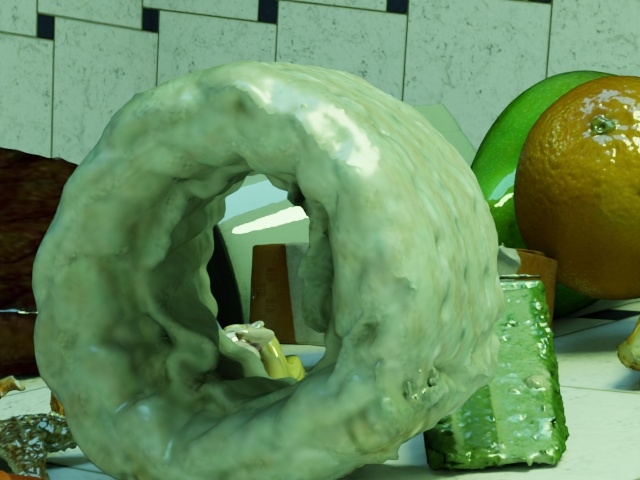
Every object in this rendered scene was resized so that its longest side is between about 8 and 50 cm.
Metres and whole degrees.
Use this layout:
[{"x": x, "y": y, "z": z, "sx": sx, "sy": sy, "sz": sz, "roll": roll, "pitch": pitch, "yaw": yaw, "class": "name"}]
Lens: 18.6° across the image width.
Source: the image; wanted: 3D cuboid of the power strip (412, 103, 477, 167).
[{"x": 0.112, "y": -0.016, "z": 2.065, "sx": 0.140, "sy": 0.224, "sz": 0.139, "roll": -43, "pitch": -18, "yaw": 34, "class": "power strip"}]

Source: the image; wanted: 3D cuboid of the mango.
[{"x": 0.238, "y": -0.046, "z": 1.919, "sx": 0.201, "sy": 0.225, "sz": 0.382, "roll": 27, "pitch": 26, "yaw": 19, "class": "mango"}]

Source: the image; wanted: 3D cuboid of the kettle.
[{"x": 0.000, "y": 0.000, "z": 1.909, "sx": 0.236, "sy": 0.161, "sz": 0.221, "roll": -19, "pitch": -21, "yaw": -15, "class": "kettle"}]

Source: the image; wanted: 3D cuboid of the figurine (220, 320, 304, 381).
[{"x": -0.053, "y": 0.104, "z": 1.534, "sx": 0.083, "sy": 0.083, "sz": 0.187, "roll": -4, "pitch": 0, "yaw": -2, "class": "figurine"}]

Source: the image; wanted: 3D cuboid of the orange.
[{"x": 0.260, "y": -0.046, "z": 1.683, "sx": 0.206, "sy": 0.206, "sz": 0.206, "roll": -4, "pitch": 6, "yaw": 0, "class": "orange"}]

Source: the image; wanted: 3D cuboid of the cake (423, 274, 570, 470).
[{"x": 0.122, "y": 0.124, "z": 1.395, "sx": 0.100, "sy": 0.099, "sz": 0.235, "roll": -3, "pitch": 28, "yaw": 3, "class": "cake"}]

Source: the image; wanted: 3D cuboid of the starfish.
[{"x": -0.216, "y": 0.148, "z": 1.405, "sx": 0.150, "sy": 0.053, "sz": 0.210, "roll": -19, "pitch": 14, "yaw": -13, "class": "starfish"}]

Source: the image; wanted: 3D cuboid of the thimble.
[{"x": -0.026, "y": 0.030, "z": 1.264, "sx": 0.292, "sy": 0.291, "sz": 0.195, "roll": -1, "pitch": 6, "yaw": 26, "class": "thimble"}]

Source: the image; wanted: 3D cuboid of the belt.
[{"x": 0.066, "y": 0.048, "z": 1.646, "sx": 0.261, "sy": 0.105, "sz": 0.184, "roll": 4, "pitch": -4, "yaw": 22, "class": "belt"}]

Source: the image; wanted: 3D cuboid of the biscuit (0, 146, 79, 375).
[{"x": -0.336, "y": 0.015, "z": 1.907, "sx": 0.407, "sy": 0.091, "sz": 0.407, "roll": 8, "pitch": 23, "yaw": -3, "class": "biscuit"}]

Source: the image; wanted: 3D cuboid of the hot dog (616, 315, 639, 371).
[{"x": 0.316, "y": 0.063, "z": 1.622, "sx": 0.083, "sy": 0.068, "sz": 0.289, "roll": -47, "pitch": -13, "yaw": 23, "class": "hot dog"}]

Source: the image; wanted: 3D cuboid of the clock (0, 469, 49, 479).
[{"x": -0.247, "y": 0.168, "z": 1.151, "sx": 0.205, "sy": 0.051, "sz": 0.205, "roll": -3, "pitch": 7, "yaw": 0, "class": "clock"}]
